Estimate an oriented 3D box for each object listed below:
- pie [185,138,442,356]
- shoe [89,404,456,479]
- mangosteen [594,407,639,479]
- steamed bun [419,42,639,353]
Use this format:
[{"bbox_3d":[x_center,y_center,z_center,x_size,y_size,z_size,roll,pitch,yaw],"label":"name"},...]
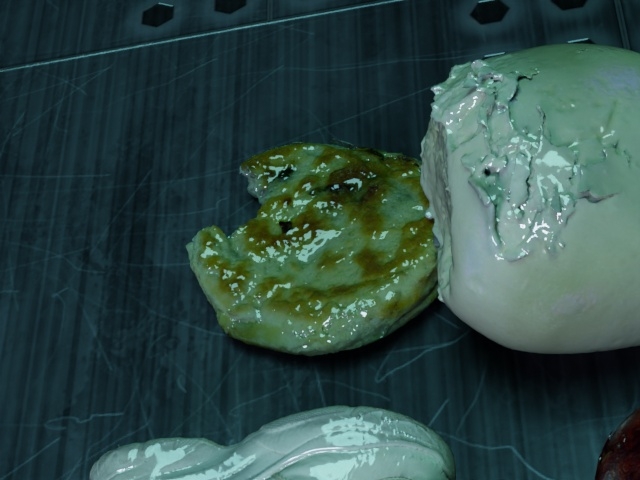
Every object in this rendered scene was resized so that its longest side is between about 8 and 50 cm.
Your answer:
[{"bbox_3d":[0.007,0.002,1.624,0.302,0.067,0.303,-9,47,9],"label":"pie"},{"bbox_3d":[-0.039,0.277,1.367,0.341,0.132,0.211,-11,57,6],"label":"shoe"},{"bbox_3d":[0.318,0.206,1.278,0.166,0.180,0.166,5,70,-12],"label":"mangosteen"},{"bbox_3d":[0.258,-0.066,1.465,0.311,0.233,0.334,-8,53,-9],"label":"steamed bun"}]
